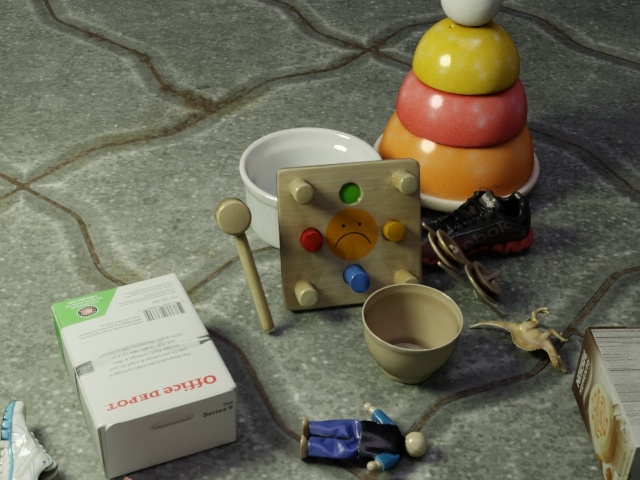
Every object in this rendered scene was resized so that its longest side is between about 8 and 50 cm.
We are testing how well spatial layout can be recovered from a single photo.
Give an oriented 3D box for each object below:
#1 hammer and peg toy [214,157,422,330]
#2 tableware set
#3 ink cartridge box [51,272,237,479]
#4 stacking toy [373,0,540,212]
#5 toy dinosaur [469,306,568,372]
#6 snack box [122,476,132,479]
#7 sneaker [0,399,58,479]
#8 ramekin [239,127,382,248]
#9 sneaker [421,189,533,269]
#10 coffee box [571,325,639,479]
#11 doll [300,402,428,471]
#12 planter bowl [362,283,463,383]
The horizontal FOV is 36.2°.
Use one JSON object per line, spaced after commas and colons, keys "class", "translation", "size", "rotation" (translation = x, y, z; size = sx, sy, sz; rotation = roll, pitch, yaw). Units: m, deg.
{"class": "hammer and peg toy", "translation": [0.000, 0.000, 1.699], "size": [0.361, 0.266, 0.127], "rotation": [-6, 16, -11]}
{"class": "tableware set", "translation": [0.261, 0.041, 1.716], "size": [0.039, 0.194, 0.128], "rotation": [-40, 34, 19]}
{"class": "ink cartridge box", "translation": [-0.273, 0.201, 1.504], "size": [0.211, 0.122, 0.289], "rotation": [-13, 40, -20]}
{"class": "stacking toy", "translation": [0.293, -0.325, 1.940], "size": [0.350, 0.480, 0.351], "rotation": [2, 37, -2]}
{"class": "toy dinosaur", "translation": [0.352, 0.153, 1.663], "size": [0.183, 0.053, 0.092], "rotation": [28, 45, 30]}
{"class": "snack box", "translation": [-0.307, 0.394, 1.292], "size": [0.022, 0.064, 0.178], "rotation": [22, 41, 25]}
{"class": "sneaker", "translation": [-0.419, 0.312, 1.403], "size": [0.083, 0.071, 0.191], "rotation": [-1, 45, -15]}
{"class": "ramekin", "translation": [-0.018, -0.093, 1.901], "size": [0.277, 0.135, 0.277], "rotation": [1, 36, -1]}
{"class": "sneaker", "translation": [0.277, -0.028, 1.833], "size": [0.276, 0.135, 0.098], "rotation": [-10, 41, -15]}
{"class": "coffee box", "translation": [0.462, 0.260, 1.456], "size": [0.098, 0.141, 0.246], "rotation": [-1, 36, -4]}
{"class": "doll", "translation": [0.067, 0.295, 1.462], "size": [0.189, 0.046, 0.129], "rotation": [4, 38, 2]}
{"class": "planter bowl", "translation": [0.146, 0.163, 1.590], "size": [0.162, 0.109, 0.162], "rotation": [1, 36, -1]}
